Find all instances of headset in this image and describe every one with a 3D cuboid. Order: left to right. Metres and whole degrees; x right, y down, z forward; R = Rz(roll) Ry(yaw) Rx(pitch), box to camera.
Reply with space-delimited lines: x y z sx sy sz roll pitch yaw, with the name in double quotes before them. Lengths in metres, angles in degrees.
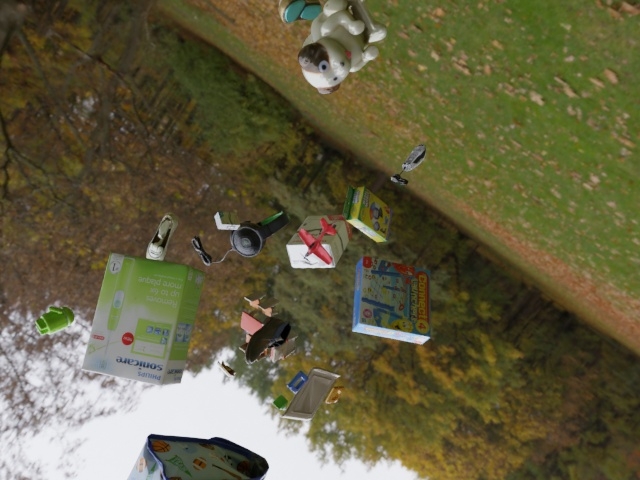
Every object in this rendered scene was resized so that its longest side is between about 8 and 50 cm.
"headset" -0.311 -0.030 2.320 0.185 0.394 0.243 59 172 -10

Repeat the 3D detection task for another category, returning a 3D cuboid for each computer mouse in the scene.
"computer mouse" 0.362 -0.299 2.263 0.042 0.193 0.106 41 174 -23

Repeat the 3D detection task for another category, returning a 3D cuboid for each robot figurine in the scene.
"robot figurine" -0.824 0.249 1.786 0.115 0.101 0.067 -26 -123 -37

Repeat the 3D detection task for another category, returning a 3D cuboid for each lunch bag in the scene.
"lunch bag" -0.368 0.746 1.635 0.386 0.327 0.239 21 -168 -38

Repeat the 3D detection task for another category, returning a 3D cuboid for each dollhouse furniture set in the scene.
"dollhouse furniture set" -0.230 0.375 2.318 0.259 0.262 0.135 26 -150 32

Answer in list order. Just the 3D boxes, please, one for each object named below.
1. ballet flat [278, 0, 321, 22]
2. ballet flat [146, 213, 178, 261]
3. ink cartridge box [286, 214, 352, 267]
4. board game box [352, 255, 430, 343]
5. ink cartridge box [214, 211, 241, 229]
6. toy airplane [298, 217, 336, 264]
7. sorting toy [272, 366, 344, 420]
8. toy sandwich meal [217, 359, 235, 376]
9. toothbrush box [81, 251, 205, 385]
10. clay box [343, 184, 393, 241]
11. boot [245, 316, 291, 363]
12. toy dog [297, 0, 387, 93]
"ballet flat" -0.071 -0.625 1.526 0.073 0.080 0.232 40 -154 4
"ballet flat" -0.466 -0.001 1.653 0.057 0.168 0.052 21 179 3
"ink cartridge box" 0.000 0.000 2.132 0.172 0.100 0.237 -2 -151 22
"board game box" 0.293 0.241 2.331 0.302 0.308 0.086 12 149 -11
"ink cartridge box" -0.283 -0.061 1.784 0.083 0.028 0.048 2 -124 -39
"toy airplane" -0.003 -0.001 1.685 0.151 0.151 0.028 39 -169 27
"sorting toy" -0.037 0.489 1.842 0.047 0.196 0.348 35 179 34
"toy sandwich meal" -0.357 0.485 2.173 0.085 0.029 0.085 40 160 18
"toothbrush box" -0.420 0.188 1.376 0.206 0.283 0.122 10 171 10
"clay box" 0.168 -0.095 2.002 0.053 0.127 0.222 -4 155 39
"boot" -0.198 0.380 2.178 0.106 0.219 0.082 1 135 35
"toy dog" 0.049 -0.815 2.376 0.396 0.407 0.284 0 143 26
